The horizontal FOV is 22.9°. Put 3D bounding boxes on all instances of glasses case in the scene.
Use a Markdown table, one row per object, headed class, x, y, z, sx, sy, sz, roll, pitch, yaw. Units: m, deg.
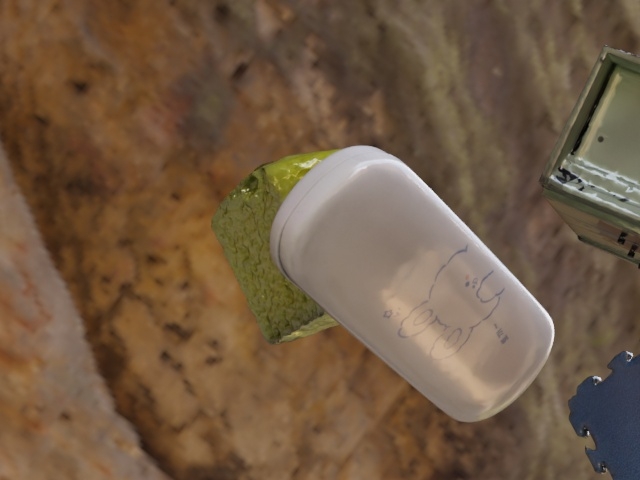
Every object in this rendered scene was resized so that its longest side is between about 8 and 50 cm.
| class | x | y | z | sx | sy | sz | roll | pitch | yaw |
| --- | --- | --- | --- | --- | --- | --- | --- | --- | --- |
| glasses case | 0.058 | 0.030 | 0.905 | 0.233 | 0.092 | 0.059 | 44 | 1 | -43 |

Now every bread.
| class | x | y | z | sx | sy | sz | roll | pitch | yaw |
| --- | --- | --- | --- | --- | --- | --- | --- | --- | --- |
| bread | 0.000 | 0.000 | 1.069 | 0.129 | 0.111 | 0.114 | -37 | -112 | 60 |

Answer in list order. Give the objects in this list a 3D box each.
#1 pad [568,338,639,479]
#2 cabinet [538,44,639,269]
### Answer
| class | x | y | z | sx | sy | sz | roll | pitch | yaw |
| --- | --- | --- | --- | --- | --- | --- | --- | --- | --- |
| pad | 0.236 | 0.094 | 0.607 | 0.012 | 0.270 | 0.269 | 14 | 43 | -41 |
| cabinet | 0.306 | -0.056 | 1.419 | 0.145 | 0.150 | 0.206 | 25 | -3 | 23 |
